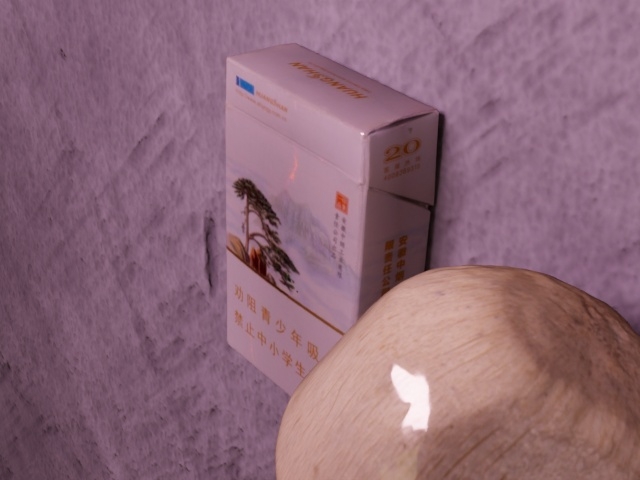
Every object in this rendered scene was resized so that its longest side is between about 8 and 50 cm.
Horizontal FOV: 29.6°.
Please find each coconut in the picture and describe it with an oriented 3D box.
[{"bbox_3d":[0.083,0.124,0.649,0.224,0.224,0.224,29,128,45],"label":"coconut"}]

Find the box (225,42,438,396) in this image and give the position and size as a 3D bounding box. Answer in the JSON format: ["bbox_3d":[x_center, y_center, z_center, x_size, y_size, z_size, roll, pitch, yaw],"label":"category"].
[{"bbox_3d":[0.000,-0.001,0.821,0.149,0.067,0.233,32,131,41],"label":"box"}]
